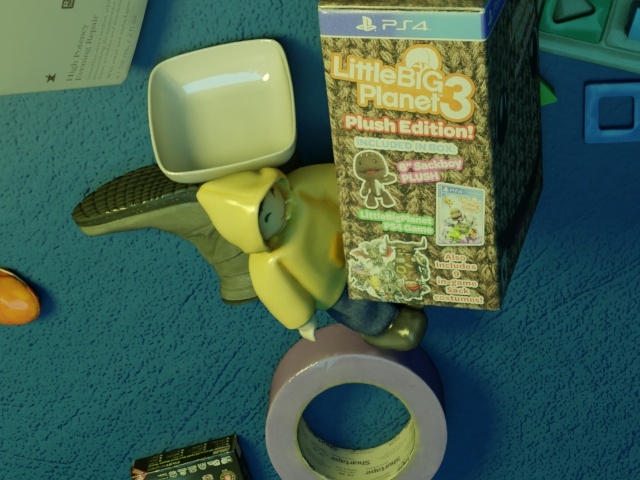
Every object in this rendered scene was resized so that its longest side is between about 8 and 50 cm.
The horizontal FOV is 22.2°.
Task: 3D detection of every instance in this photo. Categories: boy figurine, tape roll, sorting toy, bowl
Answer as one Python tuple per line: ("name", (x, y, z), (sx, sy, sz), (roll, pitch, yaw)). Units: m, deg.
("boy figurine", (0.000, 0.000, 1.564), (0.285, 0.092, 0.177), (37, 72, -42))
("tape roll", (0.038, 0.186, 1.712), (0.189, 0.080, 0.189), (0, 114, 1))
("sorting toy", (0.286, -0.250, 1.538), (0.196, 0.047, 0.348), (11, 113, -3))
("bowl", (-0.091, -0.118, 1.570), (0.142, 0.142, 0.053), (-11, 151, 5))

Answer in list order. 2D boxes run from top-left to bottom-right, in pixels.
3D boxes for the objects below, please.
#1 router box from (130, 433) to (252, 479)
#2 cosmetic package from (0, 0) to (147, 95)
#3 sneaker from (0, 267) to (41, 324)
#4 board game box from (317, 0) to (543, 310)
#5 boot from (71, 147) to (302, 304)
("router box", (-0.135, 0.272, 1.775), (0.122, 0.038, 0.092), (-16, 112, 8))
("cosmetic package", (-0.270, -0.199, 1.477), (0.085, 0.231, 0.117), (30, 116, 29))
("sneaker", (-0.373, 0.052, 1.673), (0.175, 0.067, 0.064), (18, 111, -8))
("board game box", (0.108, -0.123, 1.462), (0.141, 0.232, 0.291), (4, 123, 17))
("boot", (-0.113, 0.001, 1.639), (0.246, 0.083, 0.161), (-14, 117, 7))
